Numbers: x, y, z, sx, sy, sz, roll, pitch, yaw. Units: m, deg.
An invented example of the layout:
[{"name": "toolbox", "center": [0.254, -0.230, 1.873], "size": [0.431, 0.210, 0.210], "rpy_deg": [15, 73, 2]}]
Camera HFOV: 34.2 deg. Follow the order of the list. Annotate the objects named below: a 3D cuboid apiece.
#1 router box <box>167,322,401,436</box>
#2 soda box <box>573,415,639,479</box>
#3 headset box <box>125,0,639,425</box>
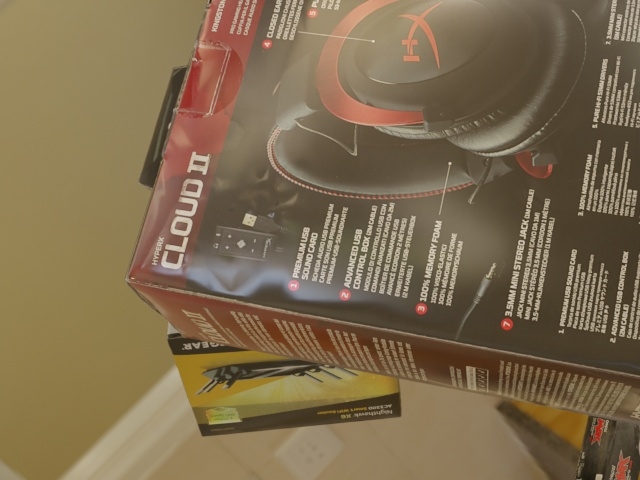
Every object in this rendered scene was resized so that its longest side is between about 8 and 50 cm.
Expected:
[{"name": "router box", "center": [-0.044, 0.171, 1.497], "size": [0.243, 0.309, 0.081], "rpy_deg": [80, -175, -46]}, {"name": "soda box", "center": [0.370, 0.244, 1.301], "size": [0.060, 0.168, 0.053], "rpy_deg": [29, 157, -23]}, {"name": "headset box", "center": [0.050, -0.043, 0.534], "size": [0.293, 0.218, 0.110], "rpy_deg": [9, 162, 12]}]
